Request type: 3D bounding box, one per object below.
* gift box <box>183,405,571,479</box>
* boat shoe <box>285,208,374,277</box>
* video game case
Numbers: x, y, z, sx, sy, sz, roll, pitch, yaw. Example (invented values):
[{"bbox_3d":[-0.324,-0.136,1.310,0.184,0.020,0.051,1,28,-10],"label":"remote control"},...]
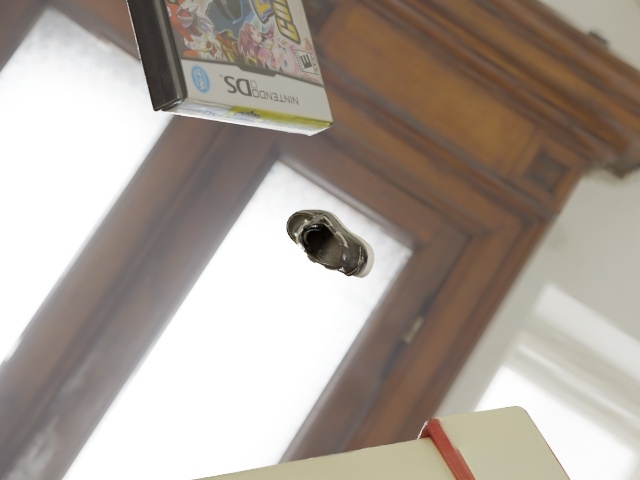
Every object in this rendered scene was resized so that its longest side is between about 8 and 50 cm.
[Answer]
[{"bbox_3d":[0.016,0.245,0.540,0.276,0.258,0.255,62,-36,32],"label":"gift box"},{"bbox_3d":[0.000,0.000,1.385,0.038,0.046,0.125,13,16,-38],"label":"boat shoe"},{"bbox_3d":[-0.097,-0.240,1.408,0.035,0.274,0.248,-21,-12,31],"label":"video game case"}]
